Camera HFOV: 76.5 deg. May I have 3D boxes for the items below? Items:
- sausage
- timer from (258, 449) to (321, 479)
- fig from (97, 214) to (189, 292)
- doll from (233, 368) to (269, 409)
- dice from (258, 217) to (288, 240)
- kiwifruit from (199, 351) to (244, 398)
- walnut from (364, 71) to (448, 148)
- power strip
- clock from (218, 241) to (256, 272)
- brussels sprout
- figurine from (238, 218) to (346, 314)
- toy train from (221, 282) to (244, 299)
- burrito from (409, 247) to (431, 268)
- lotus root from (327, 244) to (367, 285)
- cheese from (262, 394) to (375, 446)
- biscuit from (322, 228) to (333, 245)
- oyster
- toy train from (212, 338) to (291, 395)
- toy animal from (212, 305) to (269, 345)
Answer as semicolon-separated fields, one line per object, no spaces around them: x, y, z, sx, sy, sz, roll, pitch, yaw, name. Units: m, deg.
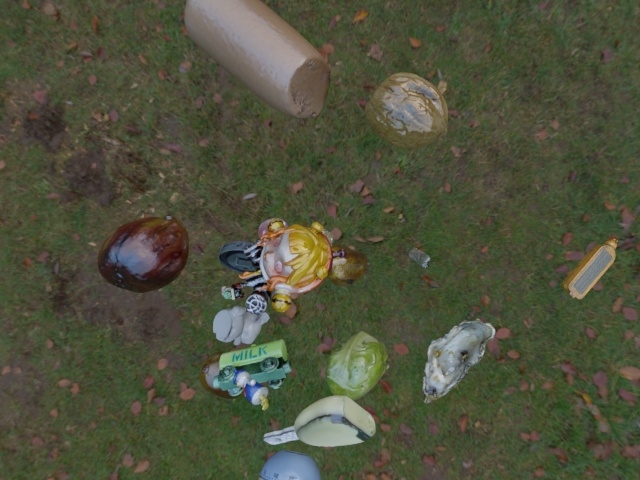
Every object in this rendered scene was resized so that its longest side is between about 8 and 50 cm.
-0.097;-0.311;0.668;0.253;0.123;0.123;41;90;7;sausage
-0.102;0.647;1.001;0.175;0.175;0.255;36;57;2;timer
-0.499;0.040;1.173;0.263;0.224;0.224;-30;88;-22;fig
-0.188;0.392;1.088;0.058;0.098;0.143;-31;49;-33;doll
-0.182;-0.029;1.591;0.094;0.091;0.093;-32;68;42;dice
-0.411;0.580;1.759;0.234;0.196;0.196;30;90;-37;kiwifruit
0.194;-0.278;0.892;0.184;0.155;0.155;29;90;-1;walnut
0.622;0.061;0.931;0.049;0.028;0.178;45;84;-8;power strip
-0.310;0.074;1.694;0.226;0.226;0.049;4;62;1;clock
0.163;0.581;1.867;0.247;0.328;0.328;33;90;17;brussels sprout
-0.095;0.072;1.269;0.323;0.196;0.320;-25;57;30;figurine
-0.331;0.192;1.532;0.087;0.138;0.050;-9;94;-10;toy train
0.403;0.069;1.643;0.042;0.171;0.051;24;99;-18;burrito
0.100;0.115;1.825;0.193;0.291;0.193;-2;86;28;lotus root
-0.020;0.376;0.809;0.252;0.054;0.127;-29;120;30;cheese
0.000;0.000;1.459;0.082;0.168;0.070;-5;84;9;biscuit
0.435;0.390;1.328;0.166;0.110;0.341;23;109;25;oyster
-0.217;0.397;1.300;0.253;0.157;0.105;-15;123;5;toy train
-0.309;0.317;1.584;0.127;0.193;0.178;42;116;38;toy animal
